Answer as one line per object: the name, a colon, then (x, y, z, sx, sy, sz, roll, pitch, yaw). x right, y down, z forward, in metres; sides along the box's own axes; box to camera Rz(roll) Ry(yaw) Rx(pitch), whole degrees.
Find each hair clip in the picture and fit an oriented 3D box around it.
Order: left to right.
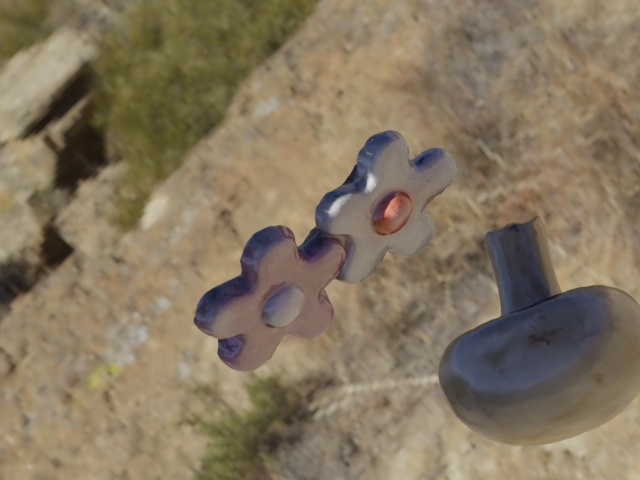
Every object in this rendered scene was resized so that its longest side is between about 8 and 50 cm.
hair clip: (0.005, 0.004, 1.315, 0.075, 0.146, 0.257, 34, 66, 28)

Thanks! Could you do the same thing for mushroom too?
mushroom: (0.204, 0.083, 1.541, 0.207, 0.207, 0.215, -22, 76, 28)
